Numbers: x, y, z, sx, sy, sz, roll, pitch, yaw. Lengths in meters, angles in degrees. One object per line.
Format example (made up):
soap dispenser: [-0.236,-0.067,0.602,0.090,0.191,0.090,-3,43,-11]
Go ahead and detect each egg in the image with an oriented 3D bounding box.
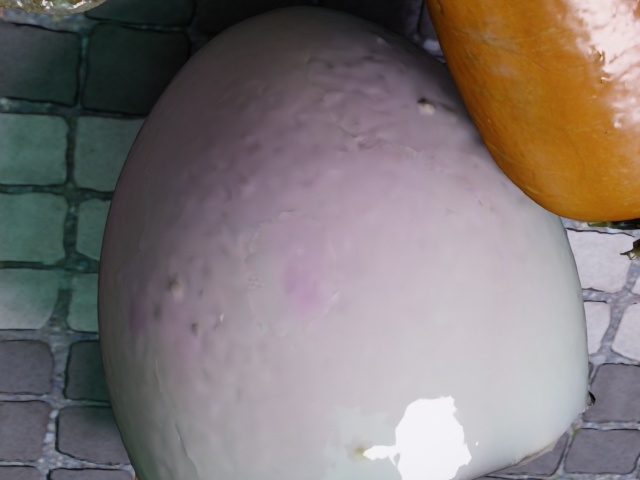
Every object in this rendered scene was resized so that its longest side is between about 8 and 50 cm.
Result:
egg: [0.000,0.000,1.185,0.354,0.354,0.340,-14,94,5]

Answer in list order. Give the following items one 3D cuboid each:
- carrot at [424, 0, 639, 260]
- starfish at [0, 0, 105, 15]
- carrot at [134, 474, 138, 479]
carrot: [0.185,-0.125,1.042,0.214,0.193,0.331,-47,131,-25]
starfish: [-0.230,-0.189,1.170,0.247,0.050,0.138,-28,131,20]
carrot: [-0.031,0.179,1.441,0.254,0.196,0.196,7,130,-4]
